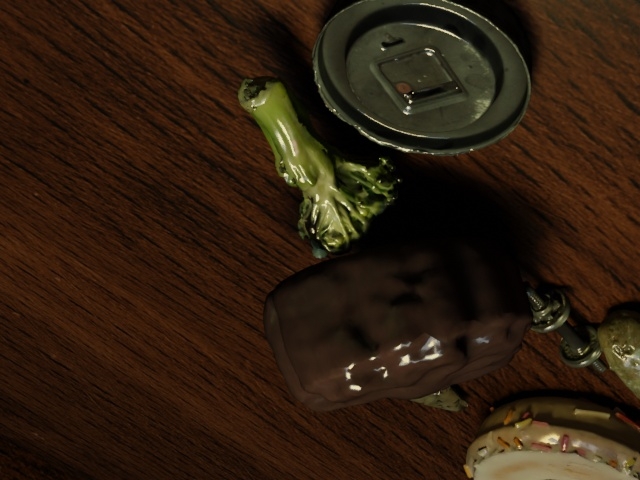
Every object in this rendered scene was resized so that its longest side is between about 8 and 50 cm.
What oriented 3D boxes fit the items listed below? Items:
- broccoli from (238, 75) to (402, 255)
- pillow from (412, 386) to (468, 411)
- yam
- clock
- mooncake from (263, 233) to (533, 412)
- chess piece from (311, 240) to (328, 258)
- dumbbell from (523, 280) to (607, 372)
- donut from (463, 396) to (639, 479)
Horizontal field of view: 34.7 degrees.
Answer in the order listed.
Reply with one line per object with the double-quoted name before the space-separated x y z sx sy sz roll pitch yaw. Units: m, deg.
"broccoli" -0.014 -0.115 1.374 0.165 0.145 0.304 -40 136 0
"pillow" 0.172 0.274 1.959 0.241 0.051 0.093 18 151 1
"yam" 0.570 0.223 1.658 0.330 0.133 0.133 38 141 -20
"clock" 0.127 -0.216 1.281 0.280 0.055 0.280 12 146 8
"mooncake" 0.126 0.122 1.499 0.381 0.212 0.350 -7 159 -29
"chess piece" 0.000 0.000 1.660 0.042 0.042 0.093 12 151 8
"dumbbell" 0.393 0.143 1.649 0.081 0.081 0.254 -17 134 40
"donut" 0.468 0.418 1.952 0.382 0.142 0.382 11 146 8
